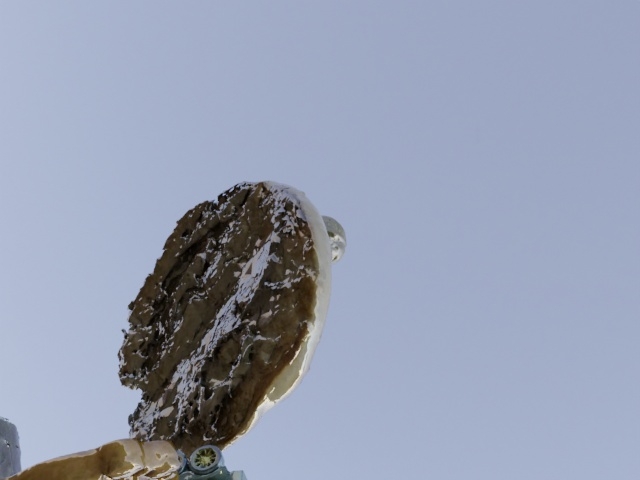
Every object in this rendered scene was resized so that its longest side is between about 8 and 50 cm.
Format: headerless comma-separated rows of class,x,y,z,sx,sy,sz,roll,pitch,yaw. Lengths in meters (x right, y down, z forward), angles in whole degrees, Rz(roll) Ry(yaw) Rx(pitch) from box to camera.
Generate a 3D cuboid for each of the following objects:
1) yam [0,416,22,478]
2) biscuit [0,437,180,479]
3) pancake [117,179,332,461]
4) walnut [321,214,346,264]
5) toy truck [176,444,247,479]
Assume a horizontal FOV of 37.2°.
yam,-0.568,0.436,1.437,0.241,0.241,0.348,-20,-108,38
biscuit,-0.225,0.217,0.781,0.249,0.184,0.035,-19,-114,7
pancake,-0.129,0.093,1.134,0.071,0.382,0.382,29,-42,-32
walnut,0.000,0.000,1.574,0.092,0.092,0.092,14,-60,27
toy truck,-0.161,0.271,0.901,0.191,0.116,0.085,-9,-52,7
